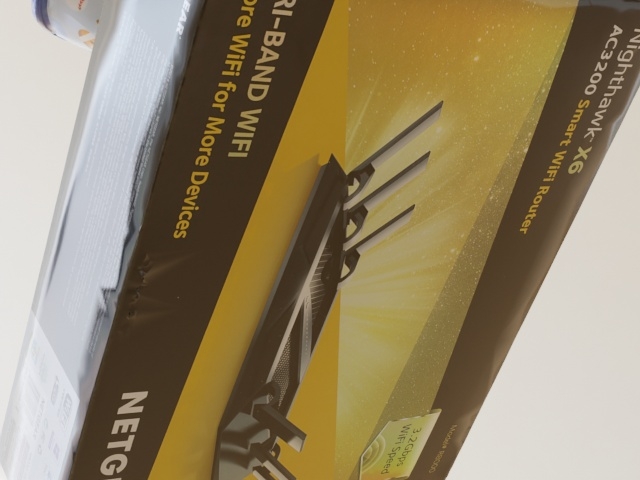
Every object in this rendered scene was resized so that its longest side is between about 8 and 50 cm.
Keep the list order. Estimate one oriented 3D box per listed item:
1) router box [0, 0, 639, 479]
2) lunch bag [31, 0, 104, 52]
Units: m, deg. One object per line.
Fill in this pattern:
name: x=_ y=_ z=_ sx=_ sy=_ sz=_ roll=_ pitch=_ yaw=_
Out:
router box: x=0.000 y=0.000 z=0.564 sx=0.243 sy=0.309 sz=0.081 roll=-3 pitch=36 yaw=-35
lunch bag: x=-0.147 y=-0.289 z=1.153 sx=0.115 sy=0.243 sz=0.303 roll=22 pitch=11 yaw=11
